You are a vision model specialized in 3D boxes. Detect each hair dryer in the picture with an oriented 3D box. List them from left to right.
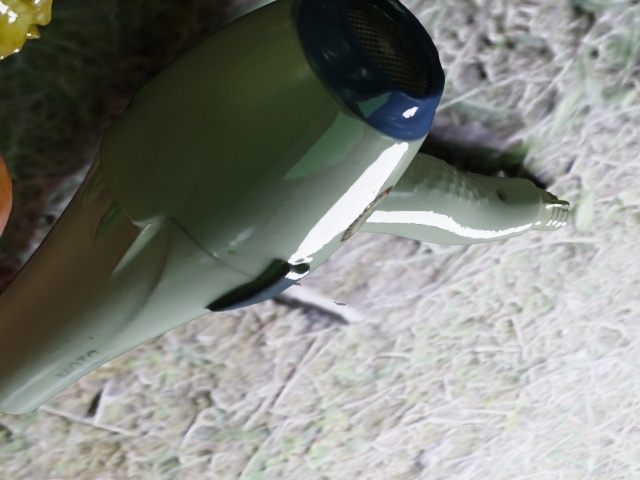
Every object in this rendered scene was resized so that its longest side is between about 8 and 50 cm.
[{"bbox_3d":[-0.040,0.011,0.701,0.296,0.119,0.298,-26,155,16],"label":"hair dryer"}]

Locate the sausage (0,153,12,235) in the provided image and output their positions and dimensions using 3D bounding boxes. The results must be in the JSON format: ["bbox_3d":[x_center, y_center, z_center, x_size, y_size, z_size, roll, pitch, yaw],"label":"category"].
[{"bbox_3d":[-0.225,0.029,0.610,0.113,0.113,0.259,15,131,-38],"label":"sausage"}]

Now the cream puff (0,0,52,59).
[{"bbox_3d":[-0.151,-0.117,0.459,0.146,0.146,0.116,-8,156,-17],"label":"cream puff"}]
